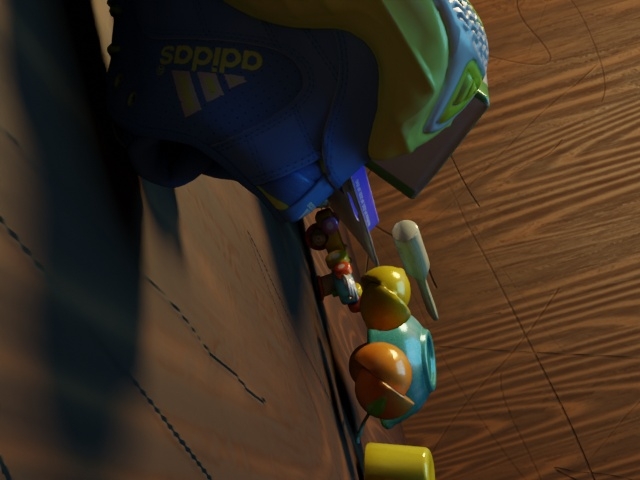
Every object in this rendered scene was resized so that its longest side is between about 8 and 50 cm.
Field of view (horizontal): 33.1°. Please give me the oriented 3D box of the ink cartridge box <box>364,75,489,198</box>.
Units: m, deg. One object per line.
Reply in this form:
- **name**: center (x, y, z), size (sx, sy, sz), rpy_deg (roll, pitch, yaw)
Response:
- **ink cartridge box**: center (0.049, -0.175, 1.039), size (0.201, 0.117, 0.278), rpy_deg (35, 19, -5)

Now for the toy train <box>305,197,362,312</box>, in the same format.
- **toy train**: center (0.000, 0.000, 1.146), size (0.125, 0.046, 0.166), rpy_deg (56, 16, -70)

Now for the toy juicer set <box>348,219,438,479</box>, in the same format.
- **toy juicer set**: center (0.066, 0.099, 1.114), size (0.329, 0.089, 0.209), rpy_deg (-77, 156, -54)

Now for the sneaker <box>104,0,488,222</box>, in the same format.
- **sneaker**: center (-0.057, -0.100, 0.411), size (0.240, 0.126, 0.091), rpy_deg (43, 0, 26)

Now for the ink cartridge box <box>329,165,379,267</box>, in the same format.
- **ink cartridge box**: center (0.010, -0.095, 1.184), size (0.208, 0.045, 0.206), rpy_deg (53, -8, 32)
